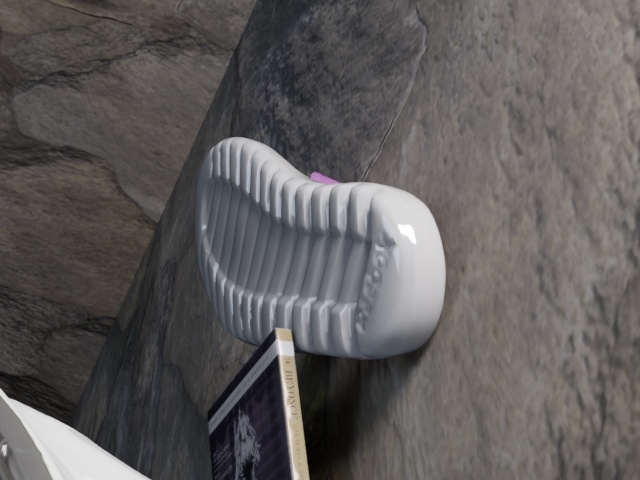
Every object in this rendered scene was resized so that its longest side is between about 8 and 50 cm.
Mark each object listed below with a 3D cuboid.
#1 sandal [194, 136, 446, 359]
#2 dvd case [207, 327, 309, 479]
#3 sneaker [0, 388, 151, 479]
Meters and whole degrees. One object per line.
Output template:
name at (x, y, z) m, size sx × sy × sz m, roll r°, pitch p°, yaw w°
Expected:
sandal at (-0.002, 0.015, 0.956) m, size 0.416 × 0.102 × 0.169 m, roll 25°, pitch 110°, yaw 62°
dvd case at (-0.045, 0.200, 0.877) m, size 0.164 × 0.018 × 0.221 m, roll 127°, pitch 141°, yaw -51°
sneaker at (-0.018, 0.169, 0.375) m, size 0.448 × 0.257 × 0.169 m, roll 14°, pitch 77°, yaw 43°
